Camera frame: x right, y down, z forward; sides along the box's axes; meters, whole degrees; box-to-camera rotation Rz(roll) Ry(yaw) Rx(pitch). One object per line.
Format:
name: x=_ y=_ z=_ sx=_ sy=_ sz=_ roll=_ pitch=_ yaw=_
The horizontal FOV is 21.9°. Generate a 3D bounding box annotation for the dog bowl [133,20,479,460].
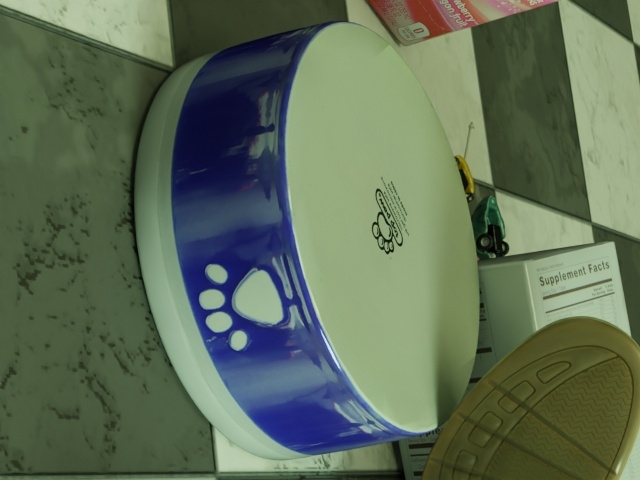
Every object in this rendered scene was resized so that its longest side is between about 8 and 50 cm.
dog bowl: x=0.000 y=0.000 z=1.040 sx=0.265 sy=0.104 sz=0.265 roll=35 pitch=49 yaw=-52

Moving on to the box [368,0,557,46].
box: x=0.065 y=-0.304 z=1.240 sx=0.300 sy=0.154 sz=0.142 roll=46 pitch=41 yaw=-44

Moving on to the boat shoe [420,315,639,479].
boat shoe: x=0.115 y=0.174 z=1.058 sx=0.302 sy=0.109 sz=0.098 roll=-65 pitch=169 yaw=17

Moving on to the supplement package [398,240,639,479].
supplement package: x=0.146 y=0.133 z=1.196 sx=0.139 sy=0.134 sz=0.244 roll=-9 pitch=89 yaw=-52

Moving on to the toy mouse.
toy mouse: x=0.119 y=0.006 z=1.339 sx=0.143 sy=0.031 sz=0.161 roll=63 pitch=31 yaw=-25
